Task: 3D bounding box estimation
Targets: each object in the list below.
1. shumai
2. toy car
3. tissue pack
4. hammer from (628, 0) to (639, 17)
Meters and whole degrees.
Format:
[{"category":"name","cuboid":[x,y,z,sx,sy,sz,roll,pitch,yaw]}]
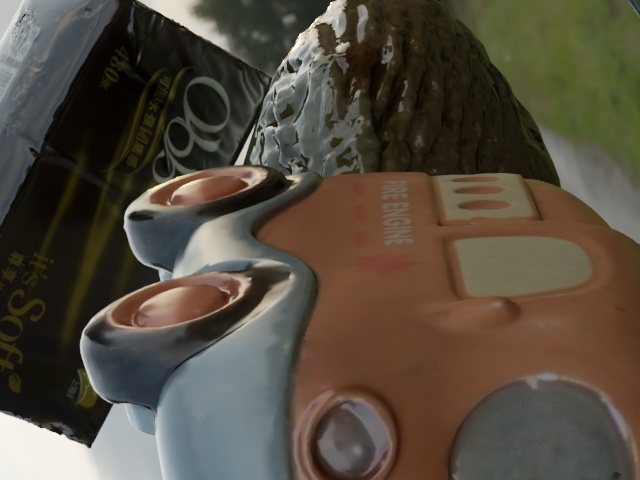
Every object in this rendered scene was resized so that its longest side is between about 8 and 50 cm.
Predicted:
[{"category":"shumai","cuboid":[-0.003,0.001,1.196,0.217,0.283,0.346,23,-120,-41]},{"category":"toy car","cuboid":[0.045,0.067,0.645,0.270,0.212,0.180,-87,-15,-72]},{"category":"tissue pack","cuboid":[-0.221,-0.043,1.550,0.198,0.370,0.210,26,-177,-28]},{"category":"hammer","cuboid":[0.234,-0.252,1.312,0.103,0.029,0.246,14,-122,-49]}]
